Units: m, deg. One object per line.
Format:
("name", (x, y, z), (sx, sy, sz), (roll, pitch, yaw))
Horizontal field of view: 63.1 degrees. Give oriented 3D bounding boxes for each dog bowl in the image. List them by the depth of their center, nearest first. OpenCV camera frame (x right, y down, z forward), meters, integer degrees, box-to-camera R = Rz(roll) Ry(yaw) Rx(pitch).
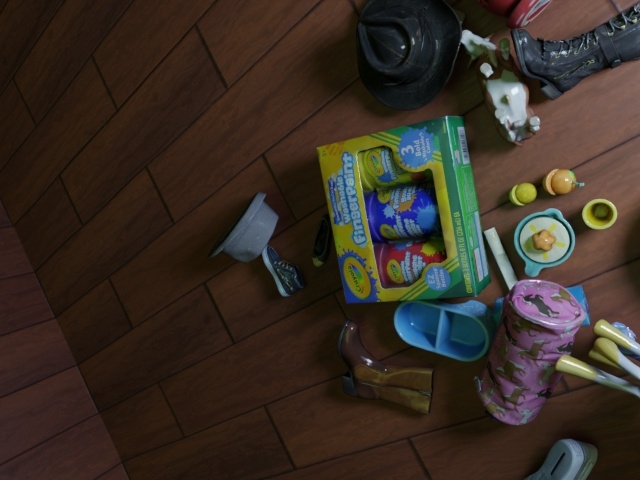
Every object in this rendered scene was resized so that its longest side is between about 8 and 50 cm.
("dog bowl", (0.337, 0.235, 1.434), (0.297, 0.074, 0.166), (13, 107, 28))

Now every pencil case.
("pencil case", (0.484, 0.269, 1.236), (0.160, 0.167, 0.386), (-119, 25, -48))

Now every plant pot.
("plant pot", (0.430, -0.579, 1.132), (0.174, 0.191, 0.191), (48, 120, 9))

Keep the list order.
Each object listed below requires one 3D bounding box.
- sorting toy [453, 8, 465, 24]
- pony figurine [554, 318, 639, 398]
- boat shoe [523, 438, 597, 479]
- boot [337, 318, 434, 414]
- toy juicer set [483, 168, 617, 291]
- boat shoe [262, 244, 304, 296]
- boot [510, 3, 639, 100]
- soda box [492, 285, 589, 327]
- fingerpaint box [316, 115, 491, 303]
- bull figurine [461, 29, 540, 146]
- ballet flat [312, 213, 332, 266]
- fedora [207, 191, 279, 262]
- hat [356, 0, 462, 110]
("sorting toy", (0.247, -0.509, 1.349), (0.193, 0.038, 0.208), (30, 114, 23))
("pony figurine", (0.734, 0.310, 1.081), (0.363, 0.351, 0.303), (34, 114, 42))
("boat shoe", (0.607, 0.631, 1.338), (0.094, 0.109, 0.302), (10, 121, -14))
("boot", (0.193, 0.372, 1.540), (0.280, 0.096, 0.264), (4, 102, 30))
("toy juicer set", (0.512, -0.029, 1.259), (0.209, 0.089, 0.329), (49, 121, 13))
("boat shoe", (-0.118, 0.087, 1.695), (0.083, 0.065, 0.183), (-28, 88, 25))
("boot", (0.544, -0.414, 1.083), (0.229, 0.263, 0.091), (-25, 59, 39))
("soda box", (0.541, 0.174, 1.286), (0.210, 0.067, 0.071), (-15, 116, 33))
("fingerpaint box", (0.217, -0.070, 1.387), (0.371, 0.163, 0.445), (-7, 97, 32))
("bull figurine", (0.415, -0.363, 1.203), (0.101, 0.188, 0.310), (-26, 92, 20))
("ballet flat", (0.000, 0.000, 1.605), (0.057, 0.049, 0.173), (21, 111, 28))
("fedora", (-0.228, -0.021, 1.666), (0.124, 0.244, 0.275), (37, 103, -13))
("hat", (0.173, -0.487, 1.292), (0.331, 0.134, 0.331), (13, 108, 43))
